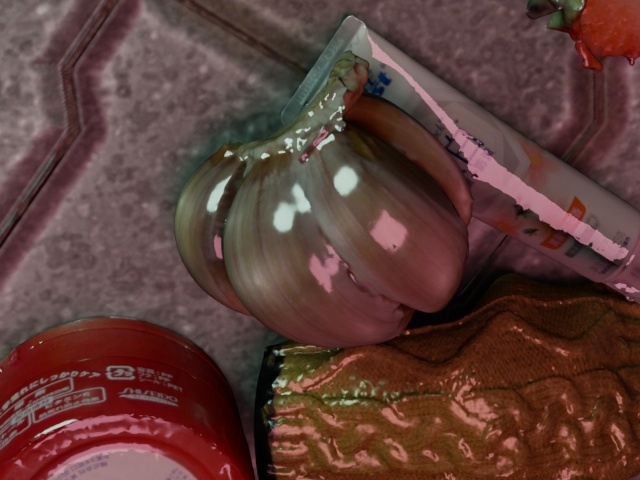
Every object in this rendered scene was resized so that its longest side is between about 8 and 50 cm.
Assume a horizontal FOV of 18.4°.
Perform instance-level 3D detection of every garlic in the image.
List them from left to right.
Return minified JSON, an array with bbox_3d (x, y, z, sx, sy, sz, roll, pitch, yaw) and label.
[{"bbox_3d":[0.000,0.000,1.394,0.214,0.160,0.191,-31,109,18],"label":"garlic"}]

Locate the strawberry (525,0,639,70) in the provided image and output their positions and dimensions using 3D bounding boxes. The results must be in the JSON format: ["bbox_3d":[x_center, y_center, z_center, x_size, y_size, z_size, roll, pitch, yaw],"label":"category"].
[{"bbox_3d":[0.261,-0.213,1.395,0.286,0.106,0.188,2,139,-27],"label":"strawberry"}]

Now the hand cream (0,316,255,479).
[{"bbox_3d":[-0.159,0.184,1.486,0.230,0.149,0.230,-3,114,-8],"label":"hand cream"}]

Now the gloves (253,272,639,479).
[{"bbox_3d":[0.123,0.136,1.510,0.356,0.155,0.203,-10,122,-9],"label":"gloves"}]

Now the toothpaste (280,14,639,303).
[{"bbox_3d":[0.130,-0.050,1.473,0.323,0.066,0.100,29,113,-15],"label":"toothpaste"}]
